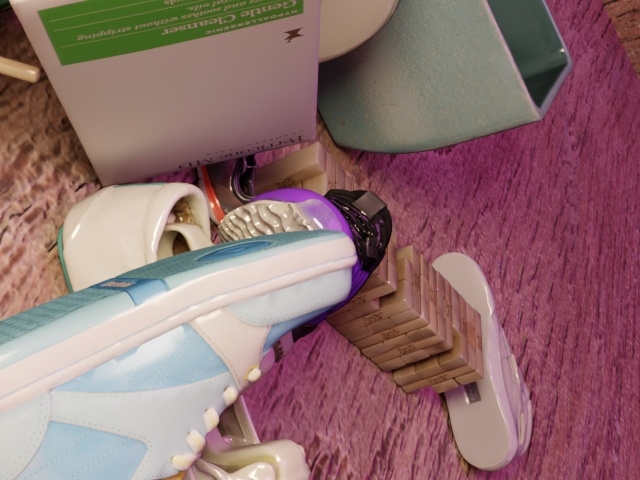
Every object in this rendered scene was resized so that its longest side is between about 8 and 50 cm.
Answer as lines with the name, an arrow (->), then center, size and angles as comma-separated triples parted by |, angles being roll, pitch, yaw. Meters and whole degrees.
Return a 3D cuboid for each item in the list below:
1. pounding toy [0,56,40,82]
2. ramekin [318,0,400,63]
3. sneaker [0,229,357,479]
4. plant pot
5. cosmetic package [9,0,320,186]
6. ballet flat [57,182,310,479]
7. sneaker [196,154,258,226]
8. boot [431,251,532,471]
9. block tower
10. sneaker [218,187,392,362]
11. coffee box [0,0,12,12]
pounding toy -> -0.273, -0.154, 0.863 | 0.141, 0.130, 0.100 | 39, 39, -46
ramekin -> -0.055, -0.290, 1.212 | 0.303, 0.303, 0.148 | 39, 45, -46
sneaker -> -0.099, 0.124, 0.884 | 0.127, 0.319, 0.208 | 4, -66, 69
plant pot -> 0.111, -0.232, 1.523 | 0.247, 0.252, 0.248 | 62, 27, -11
cosmetic package -> -0.107, -0.178, 0.958 | 0.365, 0.197, 0.155 | 87, -11, -74
ballet flat -> -0.084, 0.139, 1.007 | 0.139, 0.139, 0.400 | -10, 80, -64
sneaker -> -0.088, -0.093, 1.248 | 0.061, 0.065, 0.158 | -6, 76, -63
boot -> 0.190, 0.144, 1.593 | 0.123, 0.095, 0.258 | 8, 72, -68
block tower -> 0.052, 0.042, 1.386 | 0.335, 0.091, 0.097 | 45, 34, -38
sneaker -> -0.001, -0.001, 1.099 | 0.102, 0.146, 0.293 | 50, -18, 7
coffee box -> -0.260, -0.236, 1.040 | 0.113, 0.040, 0.184 | 66, 30, -9
